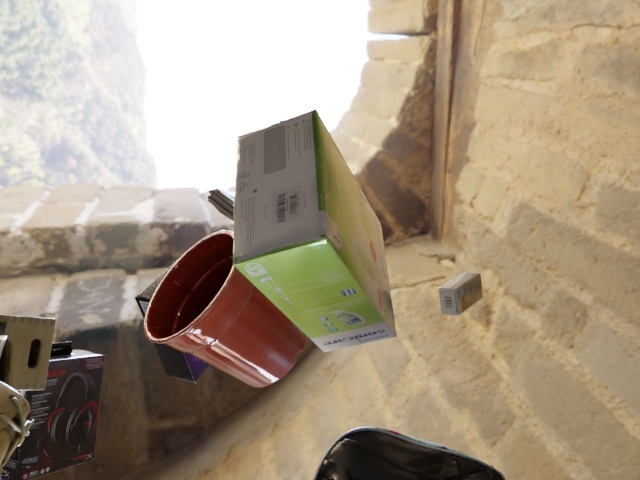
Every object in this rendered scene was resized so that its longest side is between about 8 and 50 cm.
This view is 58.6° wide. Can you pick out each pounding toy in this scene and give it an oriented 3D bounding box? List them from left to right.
[{"bbox_3d":[-0.484,0.191,0.907,0.130,0.100,0.141,-3,-102,37],"label":"pounding toy"}]

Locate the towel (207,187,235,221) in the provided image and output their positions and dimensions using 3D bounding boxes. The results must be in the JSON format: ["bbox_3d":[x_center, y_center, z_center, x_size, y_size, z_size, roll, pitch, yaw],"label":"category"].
[{"bbox_3d":[-0.169,-0.056,1.483,0.187,0.282,0.049,40,-80,19],"label":"towel"}]

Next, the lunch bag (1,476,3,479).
[{"bbox_3d":[-0.558,0.345,0.841,0.096,0.129,0.151,-53,145,-59],"label":"lunch bag"}]

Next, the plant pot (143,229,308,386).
[{"bbox_3d":[-0.181,0.163,1.220,0.272,0.265,0.272,-31,-145,24],"label":"plant pot"}]

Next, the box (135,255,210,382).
[{"bbox_3d":[-0.338,0.199,1.457,0.184,0.103,0.261,-53,141,-48],"label":"box"}]

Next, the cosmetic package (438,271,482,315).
[{"bbox_3d":[0.295,0.110,1.193,0.041,0.115,0.060,1,-74,41],"label":"cosmetic package"}]

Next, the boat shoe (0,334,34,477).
[{"bbox_3d":[-0.406,0.214,0.691,0.302,0.098,0.109,40,-44,49],"label":"boat shoe"}]

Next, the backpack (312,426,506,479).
[{"bbox_3d":[0.108,0.383,0.781,0.191,0.254,0.225,84,25,-62],"label":"backpack"}]

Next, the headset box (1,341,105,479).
[{"bbox_3d":[-0.640,0.387,1.349,0.218,0.110,0.293,12,82,-63],"label":"headset box"}]

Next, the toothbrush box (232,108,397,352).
[{"bbox_3d":[0.000,0.000,0.784,0.283,0.122,0.206,56,25,-51],"label":"toothbrush box"}]
